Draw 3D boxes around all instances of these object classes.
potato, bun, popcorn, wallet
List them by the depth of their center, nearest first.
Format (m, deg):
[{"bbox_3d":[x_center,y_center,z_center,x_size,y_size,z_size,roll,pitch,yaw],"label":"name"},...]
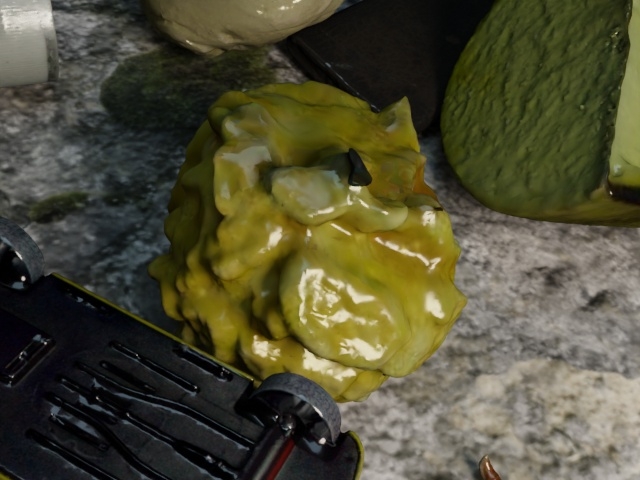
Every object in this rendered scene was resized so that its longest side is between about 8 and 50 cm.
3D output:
[{"bbox_3d":[-0.003,-0.006,0.616,0.249,0.225,0.249,8,46,-8],"label":"popcorn"},{"bbox_3d":[0.292,-0.127,0.818,0.280,0.213,0.330,21,69,-29],"label":"potato"},{"bbox_3d":[-0.080,-0.259,0.859,0.210,0.116,0.237,-30,41,-23],"label":"bun"},{"bbox_3d":[0.129,-0.219,0.927,0.321,0.044,0.170,-33,69,-33],"label":"wallet"}]

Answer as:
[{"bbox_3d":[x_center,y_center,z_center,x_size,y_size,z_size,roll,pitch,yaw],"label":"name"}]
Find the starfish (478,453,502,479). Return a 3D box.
[{"bbox_3d":[0.081,0.230,0.559,0.238,0.057,0.213,39,47,16],"label":"starfish"}]

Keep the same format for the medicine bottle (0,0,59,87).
[{"bbox_3d":[-0.364,-0.181,0.715,0.258,0.143,0.143,-11,56,-22],"label":"medicine bottle"}]

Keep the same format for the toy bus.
[{"bbox_3d":[-0.147,0.122,0.525,0.331,0.151,0.145,27,41,10],"label":"toy bus"}]
